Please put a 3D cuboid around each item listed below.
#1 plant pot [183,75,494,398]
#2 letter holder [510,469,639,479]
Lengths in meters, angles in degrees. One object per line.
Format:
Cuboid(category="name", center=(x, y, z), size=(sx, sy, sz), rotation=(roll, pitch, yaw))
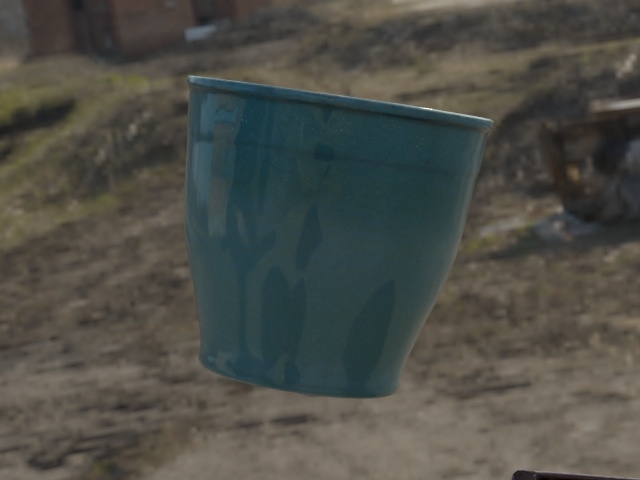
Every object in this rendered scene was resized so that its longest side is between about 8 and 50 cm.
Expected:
Cuboid(category="plant pot", center=(0.000, 0.000, 1.419), size=(0.271, 0.255, 0.271), rotation=(8, 3, 0))
Cuboid(category="letter holder", center=(0.250, 0.322, 1.363), size=(0.214, 0.152, 0.302), rotation=(3, -29, -1))
